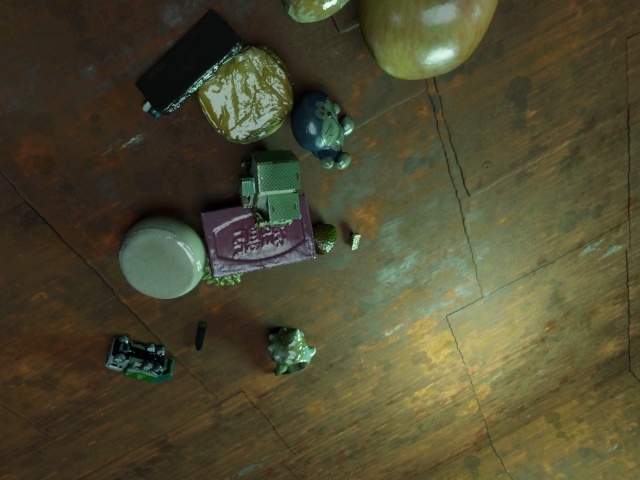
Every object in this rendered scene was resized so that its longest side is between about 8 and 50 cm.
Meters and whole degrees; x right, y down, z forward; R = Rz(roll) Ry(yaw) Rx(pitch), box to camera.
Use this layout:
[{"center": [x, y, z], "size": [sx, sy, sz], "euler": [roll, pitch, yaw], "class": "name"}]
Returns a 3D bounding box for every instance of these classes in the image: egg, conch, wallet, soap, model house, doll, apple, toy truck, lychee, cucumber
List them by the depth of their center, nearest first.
[{"center": [-0.004, -0.703, 1.272], "size": [0.203, 0.203, 0.245], "euler": [34, 101, -31], "class": "egg"}, {"center": [0.289, -0.644, 1.304], "size": [0.391, 0.392, 0.346], "euler": [-33, 157, 4], "class": "apple"}, {"center": [-0.364, -0.489, 1.316], "size": [0.309, 0.165, 0.042], "euler": [-42, 161, 3], "class": "wallet"}, {"center": [-0.158, -0.188, 1.468], "size": [0.178, 0.271, 0.206], "euler": [-4, 160, -20], "class": "model house"}, {"center": [0.006, -0.352, 1.485], "size": [0.153, 0.228, 0.258], "euler": [4, 164, 18], "class": "doll"}, {"center": [-0.214, -0.018, 1.622], "size": [0.359, 0.128, 0.233], "euler": [-11, 94, -12], "class": "soap"}, {"center": [0.000, 0.000, 1.754], "size": [0.146, 0.114, 0.114], "euler": [-41, 126, -14], "class": "lychee"}, {"center": [-0.687, 0.463, 1.818], "size": [0.253, 0.114, 0.124], "euler": [25, 121, -28], "class": "toy truck"}, {"center": [-0.476, 0.385, 1.882], "size": [0.032, 0.032, 0.133], "euler": [6, 119, -20], "class": "cucumber"}, {"center": [-0.123, 0.454, 1.974], "size": [0.203, 0.170, 0.386], "euler": [15, 152, -1], "class": "conch"}]

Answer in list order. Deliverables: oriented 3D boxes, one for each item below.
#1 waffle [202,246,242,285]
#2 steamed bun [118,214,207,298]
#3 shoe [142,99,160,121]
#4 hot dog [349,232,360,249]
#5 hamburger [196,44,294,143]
[{"center": [-0.354, 0.088, 1.739], "size": [0.169, 0.036, 0.184], "euler": [0, 120, -20], "class": "waffle"}, {"center": [-0.511, 0.043, 1.571], "size": [0.282, 0.177, 0.283], "euler": [1, 118, 1], "class": "steamed bun"}, {"center": [-0.452, -0.411, 1.390], "size": [0.142, 0.064, 0.071], "euler": [-35, 123, 8], "class": "shoe"}, {"center": [0.130, -0.002, 1.841], "size": [0.030, 0.034, 0.090], "euler": [-16, 143, -20], "class": "hot dog"}, {"center": [-0.214, -0.429, 1.408], "size": [0.283, 0.145, 0.260], "euler": [-24, 114, 3], "class": "hamburger"}]
